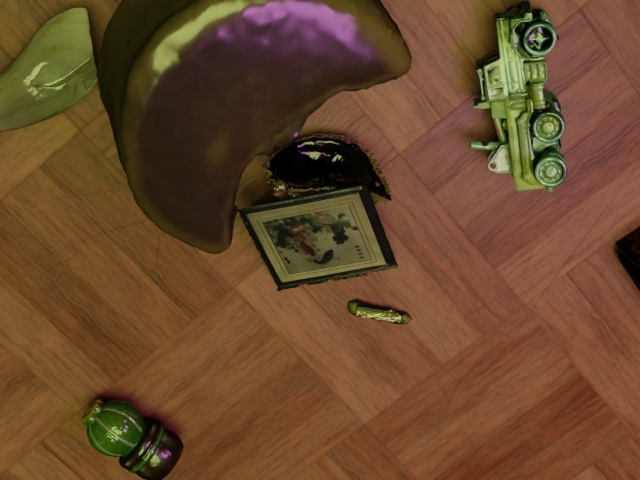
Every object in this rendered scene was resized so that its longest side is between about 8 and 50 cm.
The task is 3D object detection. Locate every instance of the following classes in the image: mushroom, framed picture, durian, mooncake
[{"bbox_3d":[-0.396,-0.214,1.359,0.247,0.096,0.108,-32,136,11],"label":"mushroom"},{"bbox_3d":[0.000,0.000,1.455,0.199,0.010,0.195,-10,139,13],"label":"framed picture"},{"bbox_3d":[0.005,-0.086,1.456,0.186,0.119,0.108,3,147,-4],"label":"durian"},{"bbox_3d":[-0.086,-0.206,1.296,0.394,0.246,0.393,-12,135,-18],"label":"mooncake"}]

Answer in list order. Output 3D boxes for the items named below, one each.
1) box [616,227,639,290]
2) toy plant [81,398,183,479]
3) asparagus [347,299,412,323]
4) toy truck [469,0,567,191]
[{"bbox_3d":[0.704,0.006,1.529,0.415,0.116,0.264,-36,111,9],"label":"box"},{"bbox_3d":[-0.304,0.313,1.574,0.162,0.093,0.093,36,104,-14],"label":"toy plant"},{"bbox_3d":[0.097,0.115,1.567,0.108,0.021,0.025,12,109,-10],"label":"asparagus"},{"bbox_3d":[0.278,-0.202,1.410,0.135,0.128,0.259,-2,112,11],"label":"toy truck"}]
